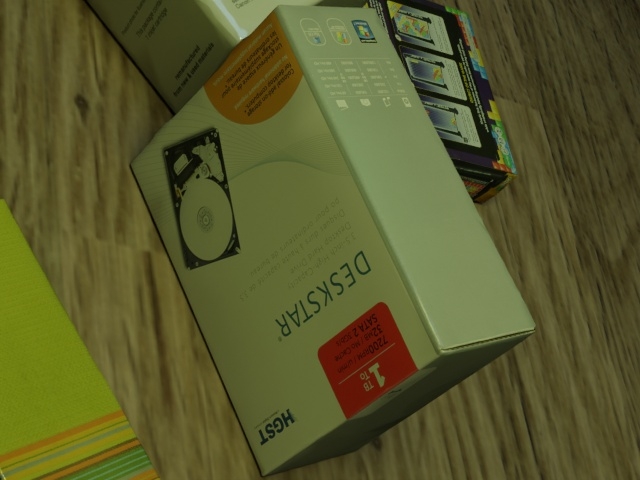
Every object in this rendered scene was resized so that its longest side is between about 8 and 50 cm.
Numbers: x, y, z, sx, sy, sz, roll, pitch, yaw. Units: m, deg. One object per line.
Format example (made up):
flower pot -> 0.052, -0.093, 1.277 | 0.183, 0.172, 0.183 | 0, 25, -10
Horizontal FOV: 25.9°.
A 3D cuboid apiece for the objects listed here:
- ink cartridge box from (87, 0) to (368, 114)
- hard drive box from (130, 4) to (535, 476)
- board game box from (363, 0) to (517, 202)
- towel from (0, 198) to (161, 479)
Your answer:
ink cartridge box -> -0.096, -0.255, 0.997 | 0.197, 0.114, 0.273 | -36, 87, -37
hard drive box -> 0.000, 0.000, 0.865 | 0.089, 0.181, 0.232 | -8, 65, -44
board game box -> 0.075, -0.122, 1.128 | 0.141, 0.048, 0.170 | 10, 54, -34
towel -> -0.163, 0.085, 0.779 | 0.102, 0.021, 0.237 | -15, 70, -53
